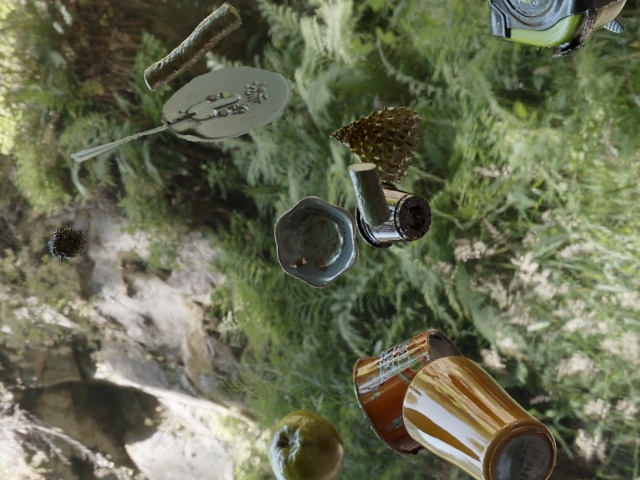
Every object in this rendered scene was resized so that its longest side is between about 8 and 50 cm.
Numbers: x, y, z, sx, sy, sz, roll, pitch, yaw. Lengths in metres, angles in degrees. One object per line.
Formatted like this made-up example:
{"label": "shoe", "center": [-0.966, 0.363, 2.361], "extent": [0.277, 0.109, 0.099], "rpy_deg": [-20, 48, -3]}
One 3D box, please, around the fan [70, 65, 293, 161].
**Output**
{"label": "fan", "center": [-0.248, -0.215, 1.192], "extent": [0.233, 0.415, 0.012], "rpy_deg": [75, 177, -70]}

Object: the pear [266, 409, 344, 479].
{"label": "pear", "center": [-0.029, 0.396, 1.259], "extent": [0.162, 0.149, 0.148], "rpy_deg": [62, -138, -53]}

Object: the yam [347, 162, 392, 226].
{"label": "yam", "center": [0.069, -0.067, 0.947], "extent": [0.043, 0.043, 0.094], "rpy_deg": [-21, -85, -73]}

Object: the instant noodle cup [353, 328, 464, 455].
{"label": "instant noodle cup", "center": [0.223, 0.330, 1.508], "extent": [0.192, 0.250, 0.250], "rpy_deg": [-36, 1, 23]}

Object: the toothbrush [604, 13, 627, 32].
{"label": "toothbrush", "center": [0.402, -0.496, 1.232], "extent": [0.037, 0.375, 0.028], "rpy_deg": [-48, -8, -31]}

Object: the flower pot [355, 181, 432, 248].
{"label": "flower pot", "center": [0.123, -0.039, 1.056], "extent": [0.111, 0.089, 0.111], "rpy_deg": [-3, -85, -36]}

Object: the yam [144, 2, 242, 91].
{"label": "yam", "center": [-0.315, -0.466, 1.635], "extent": [0.066, 0.300, 0.066], "rpy_deg": [45, -154, -28]}

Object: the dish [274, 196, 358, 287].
{"label": "dish", "center": [0.000, 0.000, 1.685], "extent": [0.081, 0.230, 0.229], "rpy_deg": [-17, -61, -70]}

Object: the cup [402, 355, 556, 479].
{"label": "cup", "center": [0.274, 0.336, 1.144], "extent": [0.226, 0.183, 0.264], "rpy_deg": [69, 167, -15]}

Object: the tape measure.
{"label": "tape measure", "center": [0.279, -0.315, 0.781], "extent": [0.186, 0.112, 0.198], "rpy_deg": [48, 158, 58]}

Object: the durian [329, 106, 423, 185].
{"label": "durian", "center": [0.125, -0.191, 1.308], "extent": [0.165, 0.132, 0.182], "rpy_deg": [-56, -38, -16]}

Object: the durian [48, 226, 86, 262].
{"label": "durian", "center": [-0.574, 0.010, 1.523], "extent": [0.080, 0.080, 0.091], "rpy_deg": [68, -156, -66]}
